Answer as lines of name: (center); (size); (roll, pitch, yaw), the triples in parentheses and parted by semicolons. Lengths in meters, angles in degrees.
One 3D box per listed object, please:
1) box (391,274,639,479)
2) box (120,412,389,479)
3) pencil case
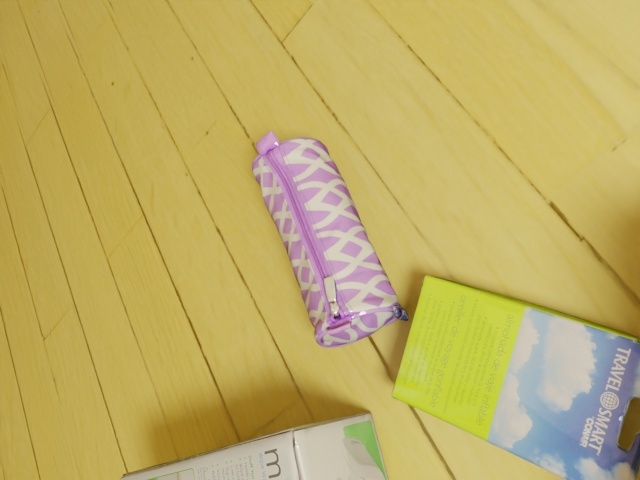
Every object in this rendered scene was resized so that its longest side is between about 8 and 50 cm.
box: (0.149, 0.101, 0.410); (0.178, 0.042, 0.109); (17, 94, 37)
box: (-0.043, 0.307, 0.469); (0.231, 0.127, 0.262); (-27, 67, 30)
pencil case: (0.000, 0.000, 0.510); (0.086, 0.088, 0.206); (-36, 62, 25)
